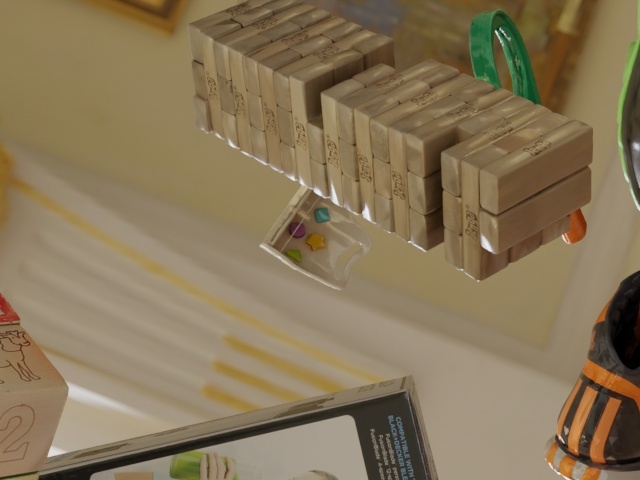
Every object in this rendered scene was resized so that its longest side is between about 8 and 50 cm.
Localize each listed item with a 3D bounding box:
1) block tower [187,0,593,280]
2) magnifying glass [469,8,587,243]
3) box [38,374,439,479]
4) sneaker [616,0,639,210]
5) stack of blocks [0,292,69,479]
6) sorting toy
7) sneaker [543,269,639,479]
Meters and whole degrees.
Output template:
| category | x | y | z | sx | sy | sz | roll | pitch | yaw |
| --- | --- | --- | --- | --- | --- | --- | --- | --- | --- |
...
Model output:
| category | x | y | z | sx | sy | sz | roll | pitch | yaw |
| --- | --- | --- | --- | --- | --- | --- | --- | --- | --- |
| block tower | 0.035 | -0.083 | 1.224 | 0.097 | 0.335 | 0.091 | -27 | -51 | -31 |
| magnifying glass | 0.172 | -0.089 | 1.427 | 0.231 | 0.026 | 0.092 | 59 | -149 | -34 |
| box | -0.065 | 0.169 | 1.198 | 0.169 | 0.290 | 0.087 | 13 | -116 | -85 |
| sneaker | 0.361 | -0.124 | 1.478 | 0.202 | 0.185 | 0.483 | -109 | 3 | -50 |
| stack of blocks | -0.222 | 0.134 | 0.756 | 0.087 | 0.171 | 0.297 | -4 | -53 | -40 |
| sorting toy | 0.000 | 0.000 | 1.368 | 0.083 | 0.075 | 0.045 | -55 | 2 | -25 |
| sneaker | 0.334 | 0.117 | 1.550 | 0.321 | 0.124 | 0.180 | -8 | -60 | -52 |
